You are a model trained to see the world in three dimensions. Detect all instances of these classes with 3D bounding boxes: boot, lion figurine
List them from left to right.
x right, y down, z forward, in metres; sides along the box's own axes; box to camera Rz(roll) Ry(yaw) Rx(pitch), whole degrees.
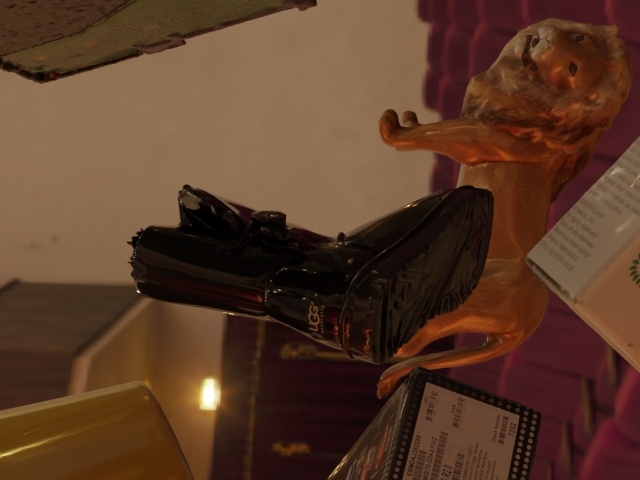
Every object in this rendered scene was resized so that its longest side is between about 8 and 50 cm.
[{"bbox_3d":[0.000,0.000,0.862,0.246,0.207,0.094,-33,-47,-54],"label":"boot"},{"bbox_3d":[0.175,-0.024,1.136,0.142,0.240,0.392,0,-86,-68],"label":"lion figurine"}]

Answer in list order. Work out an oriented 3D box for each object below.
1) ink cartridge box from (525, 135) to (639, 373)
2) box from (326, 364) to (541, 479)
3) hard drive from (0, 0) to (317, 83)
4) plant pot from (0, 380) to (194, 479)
[{"bbox_3d":[0.333,-0.012,0.678,0.324,0.330,0.071,40,-174,-33],"label":"ink cartridge box"},{"bbox_3d":[0.006,0.217,0.488,0.216,0.060,0.270,116,173,-60],"label":"box"},{"bbox_3d":[-0.149,-0.180,0.665,0.339,0.236,0.064,17,-118,-73],"label":"hard drive"},{"bbox_3d":[-0.231,0.241,0.971,0.254,0.239,0.254,55,158,36],"label":"plant pot"}]
